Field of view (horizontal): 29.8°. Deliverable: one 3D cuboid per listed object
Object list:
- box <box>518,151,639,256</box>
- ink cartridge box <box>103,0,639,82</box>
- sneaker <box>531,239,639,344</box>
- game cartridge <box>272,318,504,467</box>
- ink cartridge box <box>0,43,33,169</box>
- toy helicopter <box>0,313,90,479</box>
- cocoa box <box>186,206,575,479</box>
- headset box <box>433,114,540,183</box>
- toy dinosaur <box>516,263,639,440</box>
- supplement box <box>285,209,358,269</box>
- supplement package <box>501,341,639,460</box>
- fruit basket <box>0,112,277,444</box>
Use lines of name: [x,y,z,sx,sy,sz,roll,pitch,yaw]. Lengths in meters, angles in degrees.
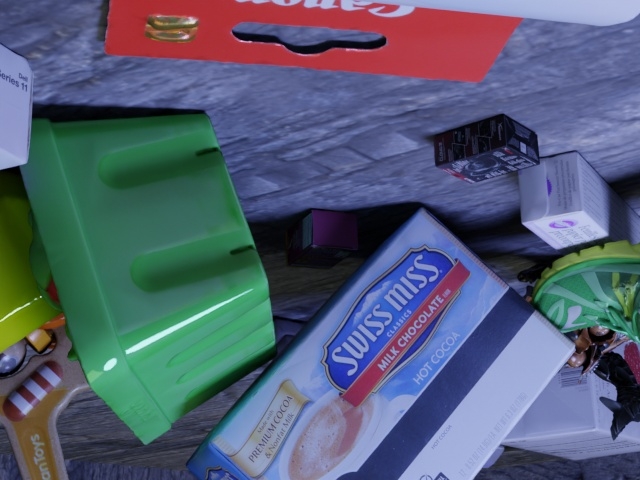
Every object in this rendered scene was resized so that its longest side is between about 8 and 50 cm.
box: [0.294,-0.010,1.279,0.063,0.067,0.324,-11,161,27]
ink cartridge box: [0.026,-0.159,0.742,0.308,0.091,0.385,2,161,-13]
sneaker: [0.324,0.064,1.195,0.109,0.123,0.295,12,163,-36]
game cartridge: [0.092,0.228,1.771,0.355,0.230,0.068,15,116,-42]
ink cartridge box: [-0.343,-0.098,0.899,0.208,0.087,0.153,-11,161,24]
toy helicopter: [-0.361,0.206,1.412,0.235,0.355,0.140,-16,166,-14]
cocoa box: [0.056,0.180,1.304,0.228,0.347,0.231,43,160,2]
headset box: [0.148,-0.080,1.094,0.083,0.032,0.062,-14,158,37]
toy dinosaur: [0.357,0.096,1.474,0.322,0.218,0.164,-26,151,-32]
supplement box: [0.000,0.000,1.314,0.055,0.043,0.083,6,162,-22]
supplement package: [0.401,0.233,1.867,0.175,0.177,0.293,-14,159,33]
fruit basket: [-0.244,0.044,1.123,0.392,0.283,0.392,-19,163,-6]
